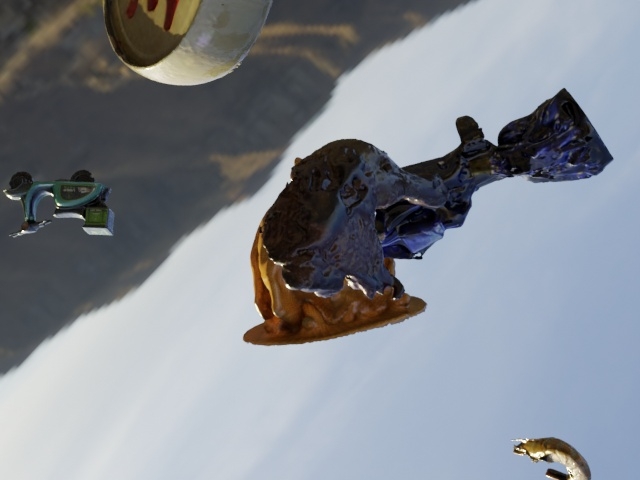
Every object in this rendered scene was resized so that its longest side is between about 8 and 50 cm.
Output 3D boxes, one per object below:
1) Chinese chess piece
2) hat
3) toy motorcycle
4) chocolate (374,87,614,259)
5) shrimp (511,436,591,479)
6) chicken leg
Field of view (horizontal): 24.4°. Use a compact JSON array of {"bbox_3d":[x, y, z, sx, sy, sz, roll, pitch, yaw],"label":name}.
[{"bbox_3d":[-0.148,-0.298,1.660,0.250,0.103,0.250,-9,-102,52],"label":"Chinese chess piece"},{"bbox_3d":[0.000,0.000,2.002,0.244,0.233,0.233,-6,-169,31],"label":"hat"},{"bbox_3d":[-0.397,-0.056,2.241,0.058,0.173,0.100,69,23,-72],"label":"toy motorcycle"},{"bbox_3d":[0.197,-0.087,1.922,0.343,0.148,0.126,-24,-169,9],"label":"chocolate"},{"bbox_3d":[0.366,0.345,2.324,0.045,0.095,0.162,-55,-154,-20],"label":"shrimp"},{"bbox_3d":[0.044,-0.029,1.647,0.083,0.177,0.322,-38,-166,37],"label":"chicken leg"}]
